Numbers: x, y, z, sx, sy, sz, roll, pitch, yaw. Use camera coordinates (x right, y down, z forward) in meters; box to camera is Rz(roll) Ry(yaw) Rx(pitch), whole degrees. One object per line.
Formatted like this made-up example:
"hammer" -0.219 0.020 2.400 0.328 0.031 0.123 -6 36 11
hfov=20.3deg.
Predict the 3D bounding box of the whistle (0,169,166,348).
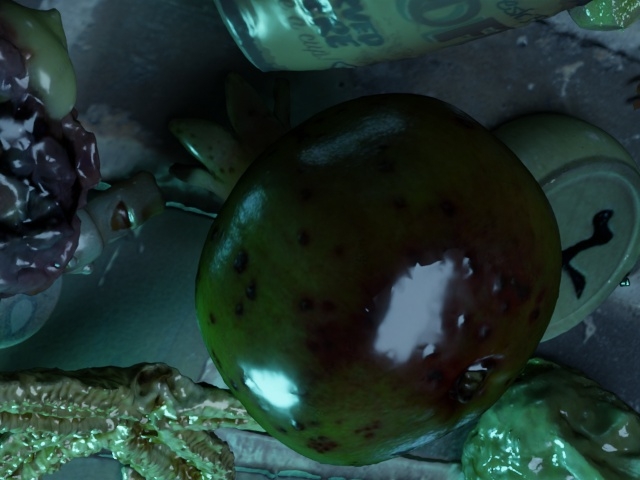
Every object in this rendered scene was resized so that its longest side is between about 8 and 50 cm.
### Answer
"whistle" -0.220 0.009 1.396 0.220 0.057 0.107 -32 123 -20

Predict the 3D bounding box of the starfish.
"starfish" -0.217 0.163 1.435 0.432 0.082 0.324 3 152 -39

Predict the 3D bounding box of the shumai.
"shumai" 0.282 0.251 1.856 0.256 0.218 0.189 29 93 -47

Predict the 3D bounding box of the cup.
"cup" 0.052 -0.237 1.323 0.257 0.227 0.301 -19 177 13

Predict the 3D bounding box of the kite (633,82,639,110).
"kite" 0.390 -0.194 1.735 0.229 0.016 0.127 -22 130 -27

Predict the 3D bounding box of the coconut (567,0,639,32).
"coconut" 0.249 -0.221 1.558 0.083 0.081 0.082 -42 179 4

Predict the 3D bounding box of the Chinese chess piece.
"Chinese chess piece" 0.205 -0.010 1.678 0.238 0.092 0.238 -21 132 -25

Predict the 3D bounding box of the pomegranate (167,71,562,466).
"pomegranate" 0.023 0.021 1.382 0.291 0.323 0.291 -14 114 -33

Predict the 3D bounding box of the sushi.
"sushi" -0.268 -0.079 1.200 0.236 0.171 0.270 -34 136 -11
